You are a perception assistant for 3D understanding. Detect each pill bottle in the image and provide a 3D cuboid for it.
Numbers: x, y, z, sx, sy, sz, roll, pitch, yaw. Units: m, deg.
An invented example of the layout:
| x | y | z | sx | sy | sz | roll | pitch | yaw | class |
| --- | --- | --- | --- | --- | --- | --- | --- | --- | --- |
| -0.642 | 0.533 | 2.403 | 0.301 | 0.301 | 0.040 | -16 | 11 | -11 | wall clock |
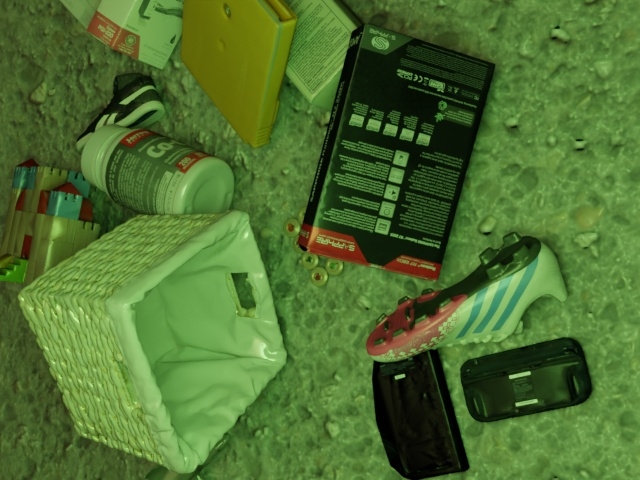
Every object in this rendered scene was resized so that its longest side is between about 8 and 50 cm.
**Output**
| x | y | z | sx | sy | sz | roll | pitch | yaw | class |
| --- | --- | --- | --- | --- | --- | --- | --- | --- | --- |
| -0.323 | -0.126 | 1.523 | 0.283 | 0.161 | 0.161 | 23 | 97 | 27 | pill bottle |

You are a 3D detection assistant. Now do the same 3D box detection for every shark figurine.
| x | y | z | sx | sy | sz | roll | pitch | yaw | class |
| --- | --- | --- | --- | --- | --- | --- | --- | --- | --- |
| -0.287 | 0.480 | 1.448 | 0.166 | 0.116 | 0.278 | 0 | 63 | 34 | shark figurine |

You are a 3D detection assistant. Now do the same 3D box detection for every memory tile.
| x | y | z | sx | sy | sz | roll | pitch | yaw | class |
| --- | --- | --- | --- | --- | --- | --- | --- | --- | --- |
| 0.000 | 0.000 | 1.427 | 0.113 | 0.012 | 0.148 | -37 | 70 | 20 | memory tile |

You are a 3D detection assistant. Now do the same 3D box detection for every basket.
| x | y | z | sx | sy | sz | roll | pitch | yaw | class |
| --- | --- | --- | --- | --- | --- | --- | --- | --- | --- |
| -0.273 | 0.154 | 1.326 | 0.267 | 0.331 | 0.328 | 2 | 118 | 31 | basket |

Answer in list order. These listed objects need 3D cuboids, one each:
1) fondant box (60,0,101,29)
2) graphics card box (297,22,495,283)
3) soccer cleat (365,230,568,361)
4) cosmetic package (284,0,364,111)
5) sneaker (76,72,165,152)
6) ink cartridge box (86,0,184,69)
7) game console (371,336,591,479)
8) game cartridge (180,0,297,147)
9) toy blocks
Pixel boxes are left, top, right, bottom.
| x | y | z | sx | sy | sz | roll | pitch | yaw | class |
| --- | --- | --- | --- | --- | --- | --- | --- | --- | --- |
| -0.428 | -0.619 | 1.658 | 0.238 | 0.096 | 0.330 | 46 | 105 | 23 | fondant box |
| 0.120 | -0.138 | 1.263 | 0.233 | 0.094 | 0.370 | 13 | 94 | -12 | graphics card box |
| 0.232 | 0.125 | 1.222 | 0.331 | 0.116 | 0.143 | -33 | 109 | 17 | soccer cleat |
| -0.022 | -0.386 | 1.406 | 0.153 | 0.129 | 0.296 | -43 | 69 | 19 | cosmetic package |
| -0.433 | -0.276 | 1.648 | 0.217 | 0.079 | 0.121 | -25 | 71 | 15 | sneaker |
| -0.343 | -0.476 | 1.565 | 0.092 | 0.159 | 0.217 | 35 | 102 | 27 | ink cartridge box |
| 0.254 | 0.258 | 1.256 | 0.361 | 0.044 | 0.213 | -19 | 79 | 26 | game console |
| -0.159 | -0.362 | 1.415 | 0.285 | 0.053 | 0.323 | 53 | 152 | 21 | game cartridge |
| -0.562 | -0.038 | 1.618 | 0.381 | 0.191 | 0.260 | 8 | 87 | 51 | toy blocks |
